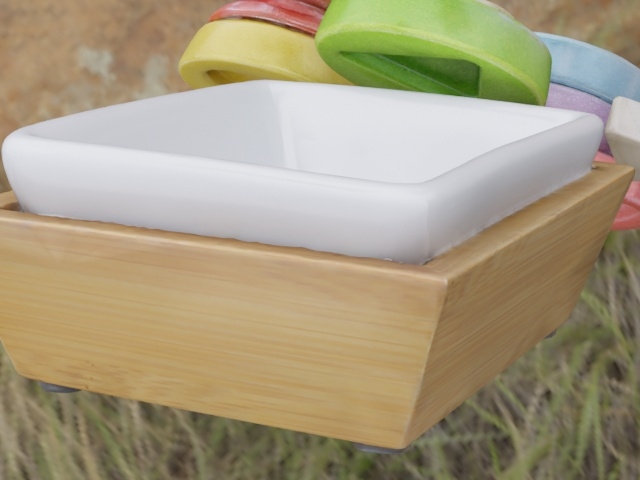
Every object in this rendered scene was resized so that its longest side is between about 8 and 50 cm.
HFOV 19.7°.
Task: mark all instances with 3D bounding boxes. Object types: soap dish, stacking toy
[{"bbox_3d":[0.000,0.000,0.866,0.229,0.291,0.118,8,104,22],"label":"soap dish"},{"bbox_3d":[0.100,-0.121,1.107,0.279,0.309,0.130,-13,59,66],"label":"stacking toy"}]
